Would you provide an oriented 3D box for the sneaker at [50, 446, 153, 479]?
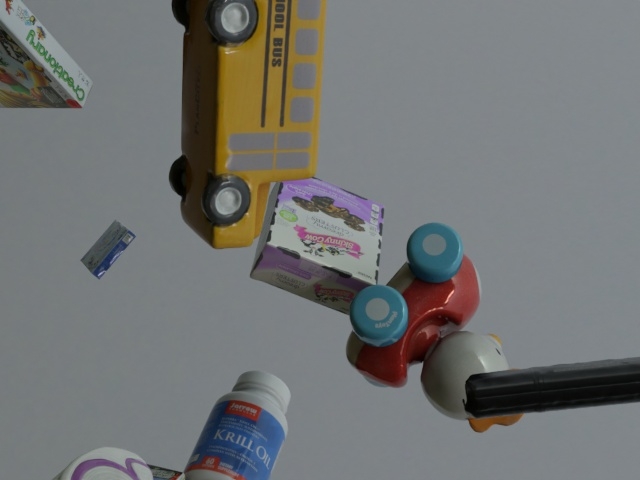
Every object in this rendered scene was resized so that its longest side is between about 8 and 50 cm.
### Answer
[{"bbox_3d":[-0.319,0.325,1.222,0.152,0.305,0.114,-20,-86,40],"label":"sneaker"}]

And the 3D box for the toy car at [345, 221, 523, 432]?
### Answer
[{"bbox_3d":[0.176,0.138,1.392,0.238,0.219,0.210,38,-106,19],"label":"toy car"}]

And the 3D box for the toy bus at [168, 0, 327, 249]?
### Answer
[{"bbox_3d":[-0.072,-0.165,1.084,0.108,0.130,0.333,33,-56,57],"label":"toy bus"}]

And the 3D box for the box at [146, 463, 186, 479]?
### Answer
[{"bbox_3d":[-0.270,0.353,1.531,0.137,0.094,0.027,5,-60,31],"label":"box"}]

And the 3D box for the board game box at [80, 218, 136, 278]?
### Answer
[{"bbox_3d":[-0.340,0.013,1.733,0.090,0.020,0.090,-50,-153,-6],"label":"board game box"}]

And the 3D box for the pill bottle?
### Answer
[{"bbox_3d":[-0.121,0.306,1.633,0.124,0.222,0.124,10,-46,11],"label":"pill bottle"}]

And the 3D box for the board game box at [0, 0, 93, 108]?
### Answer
[{"bbox_3d":[-0.477,-0.290,1.498,0.192,0.305,0.053,4,-118,28],"label":"board game box"}]

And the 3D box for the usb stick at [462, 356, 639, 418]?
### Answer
[{"bbox_3d":[0.289,0.152,1.150,0.277,0.077,0.045,-8,-88,9],"label":"usb stick"}]

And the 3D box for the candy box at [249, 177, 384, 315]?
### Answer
[{"bbox_3d":[0.000,0.000,1.532,0.196,0.164,0.070,-81,-164,-53],"label":"candy box"}]
